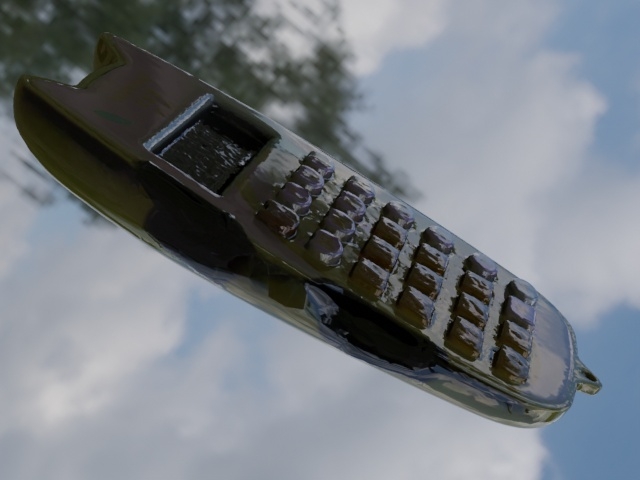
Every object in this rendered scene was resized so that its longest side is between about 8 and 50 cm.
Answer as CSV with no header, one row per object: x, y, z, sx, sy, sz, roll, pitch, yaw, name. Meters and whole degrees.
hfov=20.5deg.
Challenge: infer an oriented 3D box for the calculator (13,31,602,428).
0.000,0.000,0.659,0.033,0.236,0.157,-61,179,16,calculator
